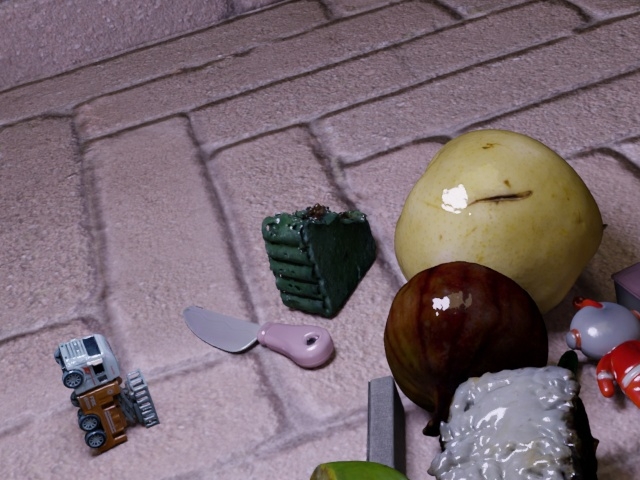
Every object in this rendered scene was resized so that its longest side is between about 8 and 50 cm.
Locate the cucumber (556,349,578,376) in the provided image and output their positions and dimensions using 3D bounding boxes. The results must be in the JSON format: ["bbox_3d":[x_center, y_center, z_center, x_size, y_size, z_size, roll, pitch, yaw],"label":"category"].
[{"bbox_3d":[0.331,0.218,1.468,0.036,0.033,0.184,23,44,13],"label":"cucumber"}]

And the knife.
[{"bbox_3d":[-0.120,0.160,1.744,0.335,0.043,0.081,6,44,39],"label":"knife"}]

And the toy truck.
[{"bbox_3d":[-0.324,0.222,1.586,0.115,0.178,0.080,-21,34,-13],"label":"toy truck"}]

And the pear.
[{"bbox_3d":[0.270,-0.017,1.613,0.309,0.309,0.309,-10,33,7],"label":"pear"}]

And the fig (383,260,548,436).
[{"bbox_3d":[0.200,0.145,1.451,0.235,0.235,0.214,-6,19,13],"label":"fig"}]

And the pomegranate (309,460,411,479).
[{"bbox_3d":[0.055,0.371,1.252,0.159,0.241,0.190,11,55,-18],"label":"pomegranate"}]

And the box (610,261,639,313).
[{"bbox_3d":[0.487,0.084,1.581,0.060,0.063,0.085,-21,32,-14],"label":"box"}]

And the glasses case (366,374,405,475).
[{"bbox_3d":[0.087,0.281,1.435,0.047,0.071,0.205,-11,33,12],"label":"glasses case"}]

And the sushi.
[{"bbox_3d":[0.236,0.294,1.260,0.196,0.182,0.343,-6,32,16],"label":"sushi"}]

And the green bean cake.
[{"bbox_3d":[0.000,0.000,1.785,0.107,0.193,0.208,3,35,35],"label":"green bean cake"}]

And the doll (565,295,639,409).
[{"bbox_3d":[0.428,0.157,1.484,0.142,0.076,0.245,-16,37,-16],"label":"doll"}]
